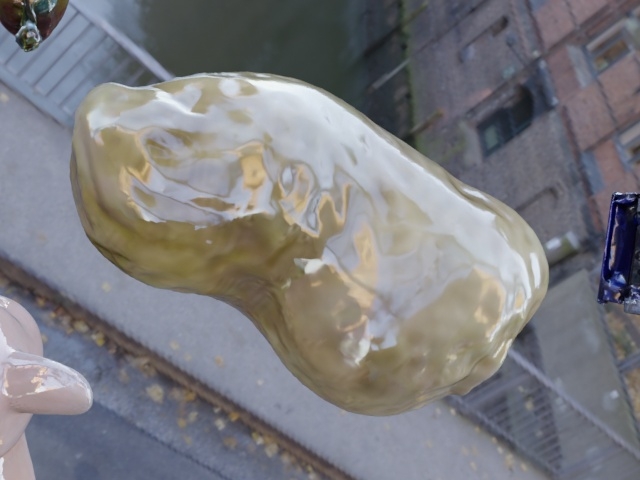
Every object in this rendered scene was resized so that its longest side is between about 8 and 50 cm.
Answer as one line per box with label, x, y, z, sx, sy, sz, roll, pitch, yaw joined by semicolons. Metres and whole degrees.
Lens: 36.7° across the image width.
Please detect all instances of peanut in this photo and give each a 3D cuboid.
peanut;0.000;0.000;0.450;0.253;0.122;0.137;32;32;-22

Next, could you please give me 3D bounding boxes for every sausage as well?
sausage;-0.252;-0.301;0.840;0.082;0.082;0.371;25;43;-41

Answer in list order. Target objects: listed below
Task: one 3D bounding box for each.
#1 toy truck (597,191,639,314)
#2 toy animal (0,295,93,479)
toy truck;0.414;0.025;0.910;0.155;0.268;0.124;8;91;-62
toy animal;-0.357;0.197;0.902;0.237;0.269;0.326;-6;79;-30
